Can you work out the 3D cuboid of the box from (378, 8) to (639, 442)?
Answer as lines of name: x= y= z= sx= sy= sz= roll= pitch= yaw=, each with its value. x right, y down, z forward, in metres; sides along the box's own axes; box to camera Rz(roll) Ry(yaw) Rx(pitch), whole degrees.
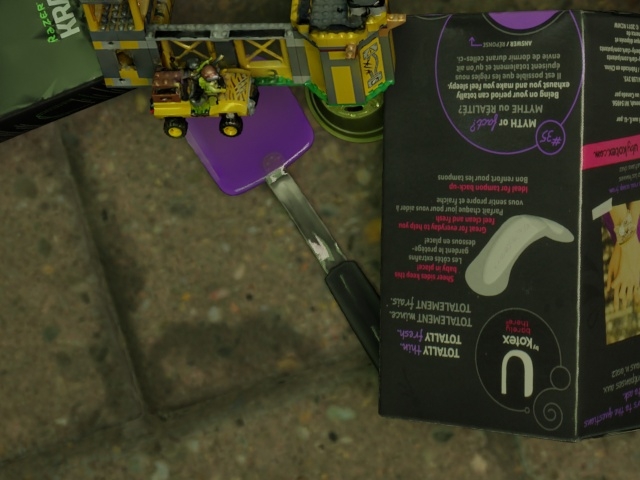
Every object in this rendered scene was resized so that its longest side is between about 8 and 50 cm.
box: x=0.144 y=-0.014 z=1.264 sx=0.165 sy=0.143 sz=0.270 roll=4 pitch=94 yaw=41

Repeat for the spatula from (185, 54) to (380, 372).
spatula: x=0.000 y=0.000 z=1.364 sx=0.084 sy=0.030 sz=0.296 roll=-33 pitch=89 yaw=4

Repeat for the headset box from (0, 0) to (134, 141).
headset box: x=-0.300 y=-0.175 z=1.337 sx=0.283 sy=0.131 sz=0.246 roll=-20 pitch=90 yaw=7

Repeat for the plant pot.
plant pot: x=0.026 y=-0.110 z=1.332 sx=0.083 sy=0.079 sz=0.083 roll=0 pitch=92 yaw=6

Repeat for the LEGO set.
LEGO set: x=-0.055 y=-0.250 z=1.215 sx=0.254 sy=0.192 sz=0.331 roll=6 pitch=56 yaw=12
